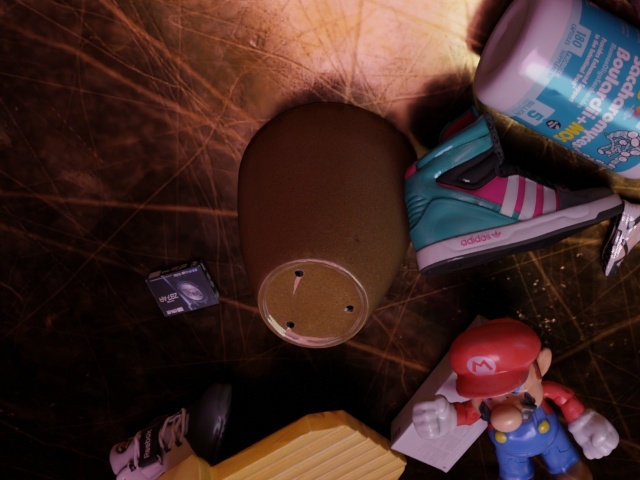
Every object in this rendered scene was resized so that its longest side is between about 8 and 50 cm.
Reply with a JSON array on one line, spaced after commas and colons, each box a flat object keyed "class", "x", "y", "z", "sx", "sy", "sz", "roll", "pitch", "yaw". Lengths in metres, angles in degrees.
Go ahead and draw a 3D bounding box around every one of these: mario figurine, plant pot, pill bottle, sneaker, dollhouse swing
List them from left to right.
[{"class": "sneaker", "x": -0.237, "y": 0.327, "z": 1.356, "sx": 0.146, "sy": 0.122, "sz": 0.330, "roll": 23, "pitch": 121, "yaw": -11}, {"class": "dollhouse swing", "x": -0.041, "y": 0.447, "z": 1.263, "sx": 0.305, "sy": 0.315, "sz": 0.347, "roll": -17, "pitch": 146, "yaw": 20}, {"class": "plant pot", "x": 0.000, "y": 0.000, "z": 1.050, "sx": 0.237, "sy": 0.254, "sz": 0.237, "roll": 3, "pitch": 123, "yaw": 5}, {"class": "sneaker", "x": 0.215, "y": -0.074, "z": 1.065, "sx": 0.295, "sy": 0.178, "sz": 0.124, "roll": -12, "pitch": 168, "yaw": -29}, {"class": "mario figurine", "x": 0.248, "y": 0.242, "z": 1.153, "sx": 0.198, "sy": 0.170, "sz": 0.320, "roll": -39, "pitch": 125, "yaw": -13}, {"class": "pill bottle", "x": 0.312, "y": -0.161, "z": 0.981, "sx": 0.264, "sy": 0.146, "sz": 0.146, "roll": 25, "pitch": 121, "yaw": -10}, {"class": "sneaker", "x": 0.385, "y": 0.001, "z": 1.141, "sx": 0.044, "sy": 0.040, "sz": 0.109, "roll": 8, "pitch": 124, "yaw": -3}]

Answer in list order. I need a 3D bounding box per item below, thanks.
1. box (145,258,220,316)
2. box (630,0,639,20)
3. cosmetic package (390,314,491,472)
[{"class": "box", "x": -0.189, "y": 0.066, "z": 1.247, "sx": 0.083, "sy": 0.018, "sz": 0.067, "roll": -14, "pitch": 120, "yaw": 14}, {"class": "box", "x": 0.378, "y": -0.354, "z": 0.854, "sx": 0.154, "sy": 0.142, "sz": 0.300, "roll": -6, "pitch": 122, "yaw": 10}, {"class": "cosmetic package", "x": 0.201, "y": 0.221, "z": 1.284, "sx": 0.099, "sy": 0.060, "sz": 0.239, "roll": 27, "pitch": 120, "yaw": -10}]
